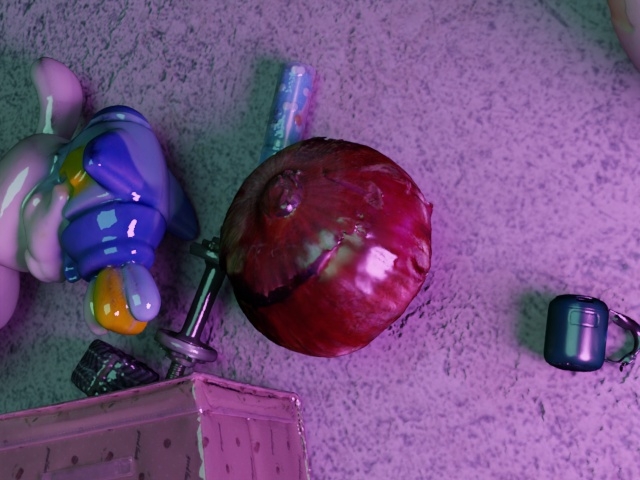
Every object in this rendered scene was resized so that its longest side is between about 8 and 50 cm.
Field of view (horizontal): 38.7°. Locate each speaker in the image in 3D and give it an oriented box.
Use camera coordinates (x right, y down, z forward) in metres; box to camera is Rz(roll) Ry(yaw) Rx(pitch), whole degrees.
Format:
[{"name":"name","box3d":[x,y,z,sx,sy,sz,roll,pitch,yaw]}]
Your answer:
[{"name":"speaker","box3d":[0.273,0.095,0.909,0.094,0.060,0.075,4,80,25]}]

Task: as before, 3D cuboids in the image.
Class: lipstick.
[{"name":"lipstick","box3d":[-0.042,-0.139,1.118,0.048,0.048,0.158,7,80,26]}]

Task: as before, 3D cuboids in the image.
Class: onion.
[{"name":"onion","box3d":[0.000,0.000,0.987,0.246,0.190,0.246,-18,53,26]}]

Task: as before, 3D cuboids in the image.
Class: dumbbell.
[{"name":"dumbbell","box3d":[-0.141,0.074,1.093,0.081,0.081,0.254,20,87,27]}]

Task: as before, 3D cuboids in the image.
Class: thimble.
[{"name":"thimble","box3d":[-0.251,0.167,1.116,0.095,0.104,0.066,32,81,-13]}]

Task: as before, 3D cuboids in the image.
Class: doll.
[{"name":"doll","box3d":[-0.297,-0.042,1.154,0.365,0.187,0.376,11,99,36]}]

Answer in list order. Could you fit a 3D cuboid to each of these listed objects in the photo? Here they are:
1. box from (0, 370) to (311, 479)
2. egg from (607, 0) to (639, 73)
[{"name":"box","box3d":[-0.190,0.270,0.987,0.297,0.225,0.190,-14,72,22]},{"name":"egg","box3d":[0.408,-0.229,0.808,0.283,0.283,0.345,-21,82,19]}]
